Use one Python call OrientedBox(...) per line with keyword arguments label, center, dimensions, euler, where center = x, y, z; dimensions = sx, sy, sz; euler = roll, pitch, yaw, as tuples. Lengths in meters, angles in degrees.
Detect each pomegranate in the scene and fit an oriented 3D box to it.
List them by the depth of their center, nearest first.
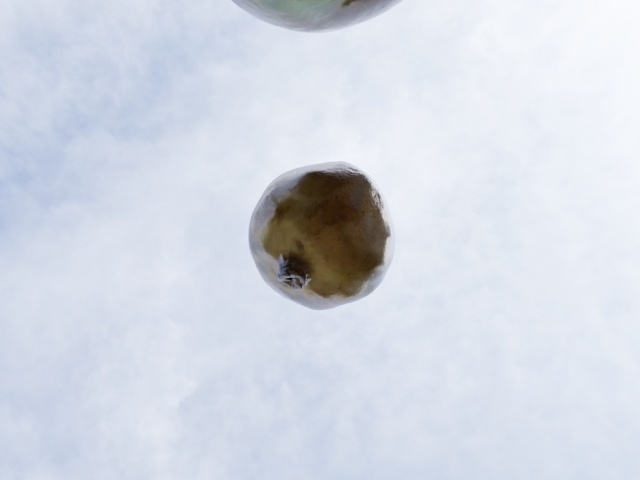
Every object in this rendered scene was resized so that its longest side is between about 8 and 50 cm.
OrientedBox(label="pomegranate", center=(0.000, 0.000, 0.731), dimensions=(0.196, 0.196, 0.196), euler=(-1, -87, -14))

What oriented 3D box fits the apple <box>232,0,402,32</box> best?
OrientedBox(label="apple", center=(-0.004, -0.469, 0.731), dimensions=(0.400, 0.400, 0.334), euler=(-32, -114, -11))
